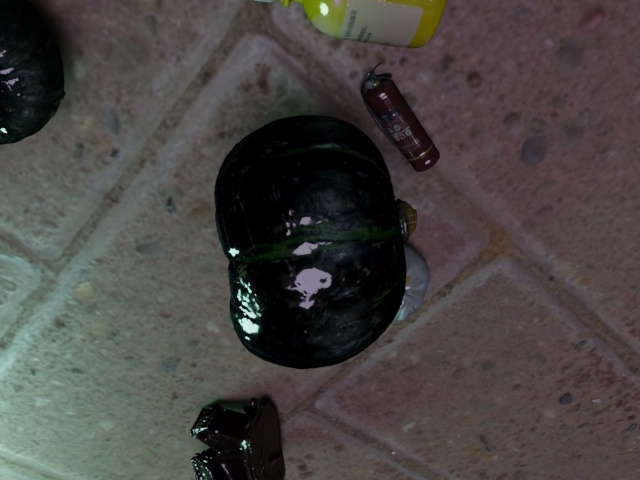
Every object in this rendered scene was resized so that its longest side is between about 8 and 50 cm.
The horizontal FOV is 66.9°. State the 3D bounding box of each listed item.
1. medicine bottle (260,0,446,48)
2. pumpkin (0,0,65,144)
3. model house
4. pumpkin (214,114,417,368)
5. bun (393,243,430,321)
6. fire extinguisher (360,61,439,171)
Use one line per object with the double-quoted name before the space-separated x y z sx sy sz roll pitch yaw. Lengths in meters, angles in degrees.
"medicine bottle" 0.022 -0.283 0.522 0.212 0.122 0.122 5 121 -6
"pumpkin" -0.398 -0.195 0.531 0.211 0.152 0.212 -2 127 -3
"model house" -0.170 0.404 0.949 0.164 0.141 0.204 1 102 21
"pumpkin" 0.000 0.000 0.597 0.238 0.315 0.316 -6 122 2
"bun" 0.107 0.071 0.767 0.140 0.083 0.141 -1 119 -1
"fire extinguisher" 0.102 -0.163 0.647 0.064 0.043 0.158 -4 134 51
